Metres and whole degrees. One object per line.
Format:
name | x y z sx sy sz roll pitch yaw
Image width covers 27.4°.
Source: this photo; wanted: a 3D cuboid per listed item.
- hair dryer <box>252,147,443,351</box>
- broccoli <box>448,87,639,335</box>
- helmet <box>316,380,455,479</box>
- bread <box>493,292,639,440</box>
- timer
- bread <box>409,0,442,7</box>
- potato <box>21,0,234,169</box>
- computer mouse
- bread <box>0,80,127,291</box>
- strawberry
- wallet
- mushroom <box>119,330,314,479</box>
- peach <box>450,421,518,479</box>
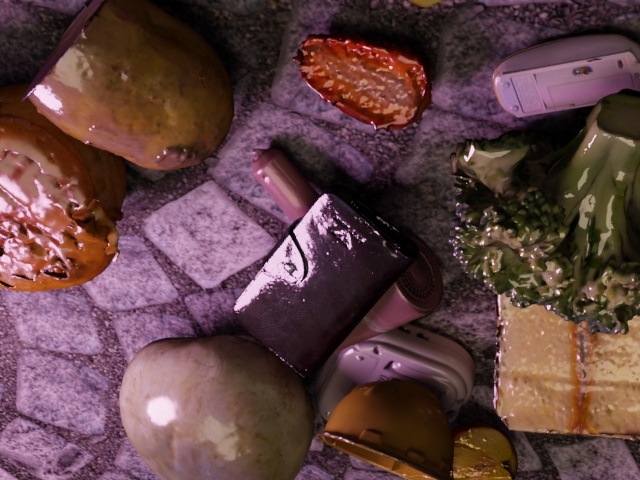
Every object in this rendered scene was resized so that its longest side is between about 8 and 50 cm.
hair dryer | 0.000 0.000 1.960 0.210 0.125 0.352 -26 111 38
broccoli | 0.327 -0.034 1.674 0.338 0.277 0.318 -1 136 22
helmet | 0.128 0.292 2.045 0.257 0.140 0.205 25 166 -19
bread | 0.384 0.157 1.922 0.263 0.198 0.236 1 127 20
timer | 0.118 0.241 2.160 0.237 0.087 0.262 22 135 -3
bread | 0.037 -0.425 1.506 0.383 0.112 0.166 32 137 -15
potato | -0.236 -0.202 1.764 0.266 0.229 0.229 34 135 -22
computer mouse | 0.320 -0.209 1.673 0.199 0.045 0.102 -8 131 26
bread | -0.452 -0.088 1.946 0.358 0.204 0.337 0 136 24
strawberry | 0.063 -0.224 1.733 0.188 0.082 0.121 28 117 3
wallet | -0.001 0.063 1.905 0.172 0.045 0.318 39 130 0
mushroom | -0.171 0.286 2.182 0.352 0.260 0.352 16 140 14
peach | 0.265 0.372 2.223 0.151 0.118 0.151 1 102 3
